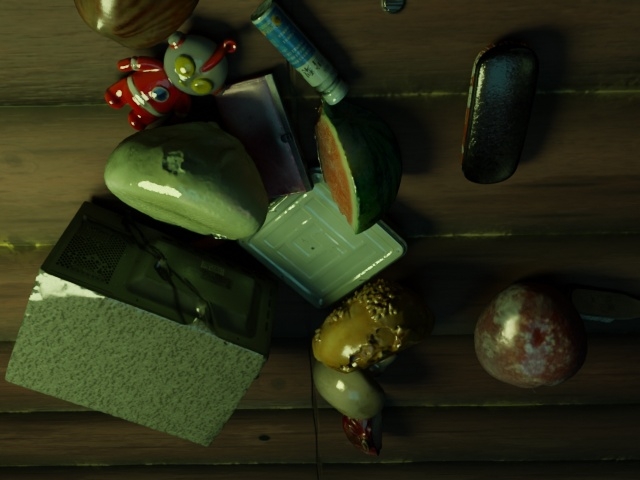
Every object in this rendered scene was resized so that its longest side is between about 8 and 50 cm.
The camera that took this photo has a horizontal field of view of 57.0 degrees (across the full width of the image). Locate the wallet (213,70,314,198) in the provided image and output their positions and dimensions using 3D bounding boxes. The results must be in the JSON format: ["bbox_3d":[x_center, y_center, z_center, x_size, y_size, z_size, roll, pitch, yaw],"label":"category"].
[{"bbox_3d":[-0.101,-0.179,1.053,0.119,0.025,0.232,-8,125,18],"label":"wallet"}]

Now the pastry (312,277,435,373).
[{"bbox_3d":[0.112,0.180,1.276,0.254,0.162,0.311,-26,167,11],"label":"pastry"}]

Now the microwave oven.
[{"bbox_3d":[-0.344,0.170,1.198,0.431,0.236,0.375,23,121,-15],"label":"microwave oven"}]

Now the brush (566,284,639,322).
[{"bbox_3d":[0.713,0.163,1.368,0.327,0.070,0.065,7,151,-8],"label":"brush"}]

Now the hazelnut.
[{"bbox_3d":[-0.251,-0.372,0.784,0.210,0.210,0.186,-31,86,26],"label":"hazelnut"}]

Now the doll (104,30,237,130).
[{"bbox_3d":[-0.236,-0.264,0.967,0.244,0.076,0.142,-20,135,23],"label":"doll"}]

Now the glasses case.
[{"bbox_3d":[0.304,-0.210,1.015,0.103,0.067,0.267,-2,132,0],"label":"glasses case"}]

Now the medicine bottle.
[{"bbox_3d":[-0.029,-0.299,0.946,0.051,0.051,0.191,-31,125,26],"label":"medicine bottle"}]

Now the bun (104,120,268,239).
[{"bbox_3d":[-0.221,-0.118,1.028,0.282,0.179,0.283,16,166,4],"label":"bun"}]

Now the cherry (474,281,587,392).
[{"bbox_3d":[0.465,0.220,1.319,0.235,0.213,0.286,-14,114,-2],"label":"cherry"}]

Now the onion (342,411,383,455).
[{"bbox_3d":[0.112,0.524,1.656,0.098,0.151,0.206,-1,118,21],"label":"onion"}]

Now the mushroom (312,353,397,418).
[{"bbox_3d":[0.078,0.330,1.459,0.206,0.206,0.209,16,90,-14],"label":"mushroom"}]

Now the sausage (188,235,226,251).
[{"bbox_3d":[-0.298,0.029,1.266,0.253,0.034,0.034,-22,129,19],"label":"sausage"}]

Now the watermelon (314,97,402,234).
[{"bbox_3d":[0.089,-0.144,1.045,0.146,0.128,0.231,-20,118,-19],"label":"watermelon"}]

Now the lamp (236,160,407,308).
[{"bbox_3d":[0.000,0.000,1.208,0.266,0.047,0.269,40,122,-18],"label":"lamp"}]
